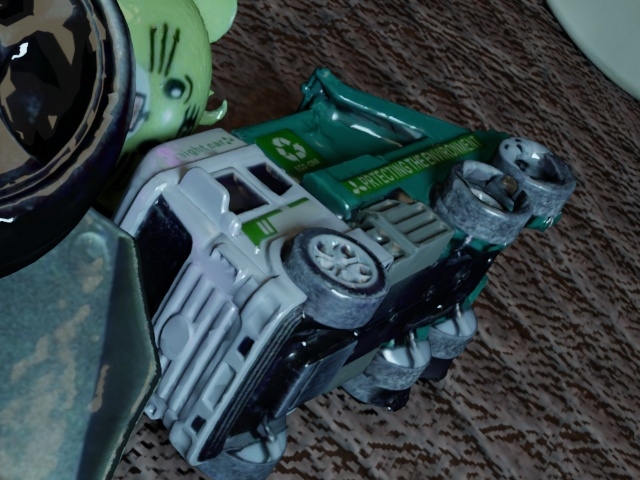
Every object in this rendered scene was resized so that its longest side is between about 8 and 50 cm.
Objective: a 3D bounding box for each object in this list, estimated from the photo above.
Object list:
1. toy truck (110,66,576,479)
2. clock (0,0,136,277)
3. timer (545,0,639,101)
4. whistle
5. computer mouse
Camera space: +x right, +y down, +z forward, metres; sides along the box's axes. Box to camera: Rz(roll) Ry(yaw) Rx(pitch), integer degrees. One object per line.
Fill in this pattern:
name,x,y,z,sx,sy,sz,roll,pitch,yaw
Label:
toy truck,0.000,0.000,0.572,0.116,0.110,0.216,42,34,18
clock,-0.221,-0.152,0.384,0.379,0.120,0.276,14,69,-17
timer,0.288,-0.225,0.945,0.175,0.266,0.175,27,38,-24
whistle,-0.126,-0.072,0.514,0.227,0.105,0.085,12,20,-38
computer mouse,-0.121,0.066,0.407,0.126,0.071,0.231,21,50,-11
